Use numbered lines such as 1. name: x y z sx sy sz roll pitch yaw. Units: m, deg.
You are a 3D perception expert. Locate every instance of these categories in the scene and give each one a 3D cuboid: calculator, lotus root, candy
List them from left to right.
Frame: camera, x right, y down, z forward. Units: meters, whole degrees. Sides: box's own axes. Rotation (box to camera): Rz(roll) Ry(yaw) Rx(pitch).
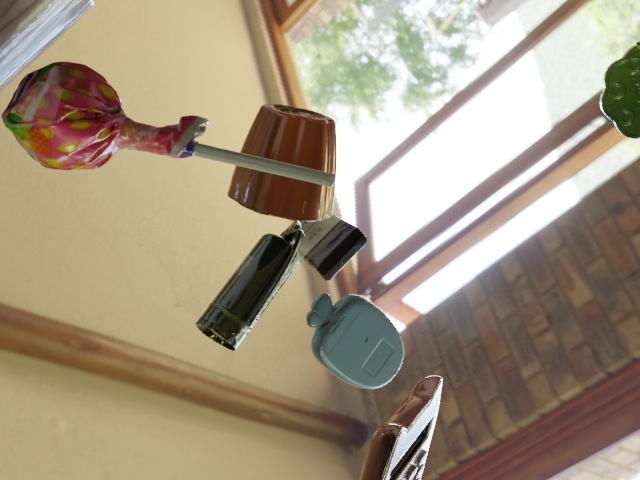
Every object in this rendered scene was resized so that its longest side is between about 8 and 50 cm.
1. candy: -0.162 -0.107 0.865 0.366 0.124 0.124 12 -147 -1
2. calculator: 0.082 0.234 1.821 0.303 0.188 0.042 41 171 -30
3. calculator: 0.106 0.368 1.160 0.048 0.329 0.220 18 -154 23
4. lotus root: 0.614 -0.288 1.467 0.186 0.186 0.186 36 -150 -24

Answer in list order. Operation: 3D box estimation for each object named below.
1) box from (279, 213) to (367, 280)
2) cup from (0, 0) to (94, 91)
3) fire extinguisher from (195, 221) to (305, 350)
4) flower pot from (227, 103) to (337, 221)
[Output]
1. box: 0.000 0.000 2.203 0.071 0.168 0.259 51 171 -34
2. cup: -0.456 -0.294 0.971 0.208 0.273 0.288 49 177 -35
3. fire extinguisher: -0.108 0.066 1.454 0.093 0.118 0.294 43 -111 -19
4. flower pot: -0.053 -0.140 1.349 0.191 0.173 0.190 13 -162 -4
